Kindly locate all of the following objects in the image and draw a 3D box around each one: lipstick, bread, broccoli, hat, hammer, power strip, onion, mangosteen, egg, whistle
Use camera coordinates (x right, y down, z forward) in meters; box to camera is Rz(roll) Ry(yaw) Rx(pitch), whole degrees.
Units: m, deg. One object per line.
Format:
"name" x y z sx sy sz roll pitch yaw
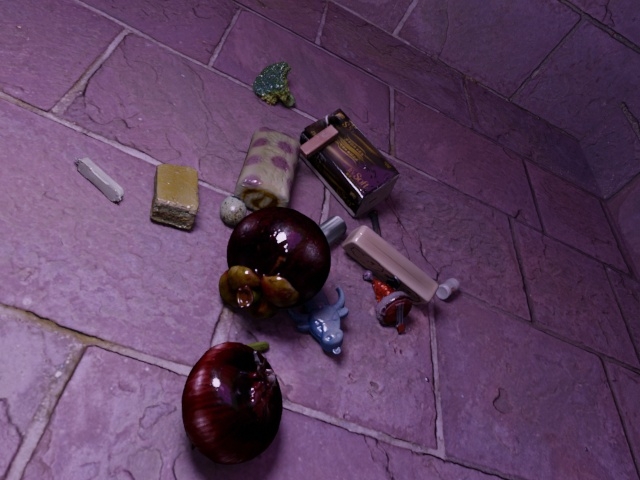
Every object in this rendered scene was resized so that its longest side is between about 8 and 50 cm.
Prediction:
"lipstick" -0.006 -0.351 1.885 0.145 0.045 0.045 -37 75 -12
"bread" -0.435 -0.137 1.587 0.138 0.102 0.196 14 43 -28
"broccoli" -0.170 -0.638 2.210 0.194 0.194 0.219 13 23 -25
"hat" 0.212 0.183 1.760 0.227 0.129 0.140 54 -1 43
"bread" -0.177 -0.245 1.824 0.187 0.155 0.338 23 42 -12
"hammer" 0.217 -0.005 1.971 0.111 0.033 0.287 13 46 -24
"power strip" -0.639 -0.179 1.524 0.191 0.047 0.030 42 37 4
"onion" -0.175 0.352 1.196 0.273 0.285 0.273 40 31 -31
"mangosteen" -0.133 0.071 1.463 0.307 0.307 0.347 35 56 -2
"egg" -0.275 -0.098 1.674 0.085 0.085 0.110 23 37 -16
"whistle" 0.002 0.219 1.569 0.180 0.093 0.269 -17 60 -15

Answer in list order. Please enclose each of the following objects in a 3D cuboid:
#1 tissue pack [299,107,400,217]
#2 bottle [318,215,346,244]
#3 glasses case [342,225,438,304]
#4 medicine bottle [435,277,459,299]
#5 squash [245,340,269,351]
"tissue pack" 0.099 -0.282 2.003 0.210 0.198 0.370 -34 75 -26
"bottle" 0.000 0.000 1.787 0.254 0.080 0.096 -36 115 -49
"glasses case" 0.234 0.087 1.789 0.336 0.144 0.076 38 74 -5
"medicine bottle" 0.471 0.178 1.960 0.089 0.057 0.057 -24 68 -46
"squash" -0.174 0.289 1.431 0.083 0.027 0.027 -5 56 -37
